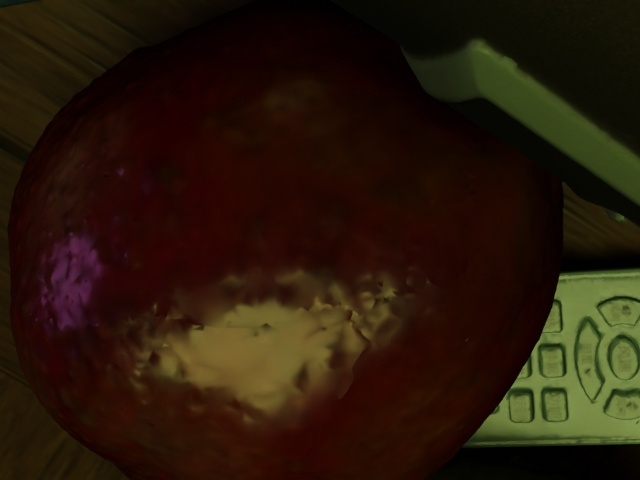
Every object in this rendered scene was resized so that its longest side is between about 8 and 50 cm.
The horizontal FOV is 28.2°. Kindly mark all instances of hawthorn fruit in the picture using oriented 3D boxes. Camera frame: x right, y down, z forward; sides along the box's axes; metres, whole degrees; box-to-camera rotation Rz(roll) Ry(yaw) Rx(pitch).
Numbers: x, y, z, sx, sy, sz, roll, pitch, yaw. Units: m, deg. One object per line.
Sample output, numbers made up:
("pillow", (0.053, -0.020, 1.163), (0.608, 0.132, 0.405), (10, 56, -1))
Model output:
("hawthorn fruit", (0.000, 0.000, 0.629), (0.307, 0.265, 0.265), (-32, 112, 21))

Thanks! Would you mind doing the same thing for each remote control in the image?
("remote control", (0.191, 0.063, 0.736), (0.293, 0.051, 0.103), (-3, 98, 15))

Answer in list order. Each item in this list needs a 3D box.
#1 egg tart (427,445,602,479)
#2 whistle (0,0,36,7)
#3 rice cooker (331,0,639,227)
("egg tart", (0.105, 0.212, 0.794), (0.294, 0.123, 0.294), (5, 145, 3))
("whistle", (-0.191, -0.151, 0.679), (0.304, 0.062, 0.062), (-6, 122, 17))
("rice cooker", (0.137, -0.173, 0.420), (0.325, 0.335, 0.335), (32, 125, -13))
